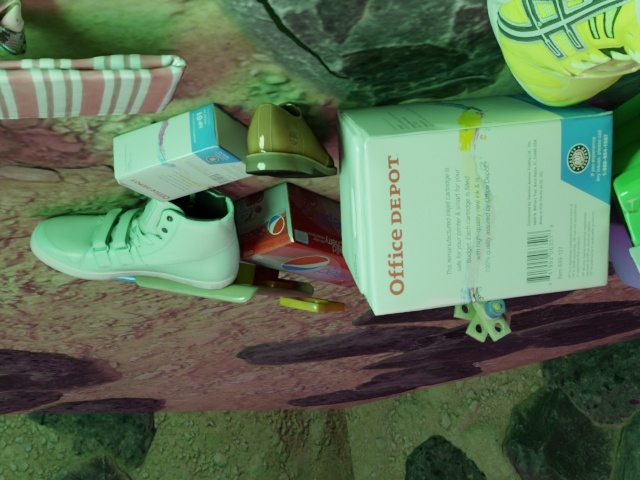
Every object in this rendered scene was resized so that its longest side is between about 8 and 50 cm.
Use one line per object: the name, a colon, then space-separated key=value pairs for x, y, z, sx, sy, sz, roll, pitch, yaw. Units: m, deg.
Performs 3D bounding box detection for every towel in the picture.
towel: x=-0.215 y=-0.129 z=0.693 sx=0.197 sy=0.029 sz=0.144 roll=-5 pitch=179 yaw=-18

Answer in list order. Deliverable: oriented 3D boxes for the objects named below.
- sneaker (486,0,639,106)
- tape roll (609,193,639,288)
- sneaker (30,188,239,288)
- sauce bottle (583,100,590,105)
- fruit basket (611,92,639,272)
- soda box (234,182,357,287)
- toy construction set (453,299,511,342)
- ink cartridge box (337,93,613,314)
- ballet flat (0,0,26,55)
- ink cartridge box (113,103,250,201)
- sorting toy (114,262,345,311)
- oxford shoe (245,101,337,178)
sneaker: x=0.212 y=-0.175 z=0.595 sx=0.145 sy=0.147 sz=0.385 roll=-10 pitch=164 yaw=0
tape roll: x=0.486 y=-0.038 z=1.028 sx=0.274 sy=0.090 sz=0.275 roll=-23 pitch=-169 yaw=5
sneaker: x=-0.221 y=-0.026 z=0.999 sx=0.255 sy=0.094 sz=0.151 roll=6 pitch=139 yaw=-3
sauce bottle: x=0.269 y=-0.121 z=0.965 sx=0.042 sy=0.042 sz=0.128 roll=-4 pitch=160 yaw=-13
fruit basket: x=0.453 y=-0.082 z=0.796 sx=0.352 sy=0.166 sz=0.327 roll=-14 pitch=-156 yaw=14
soda box: x=0.000 y=0.000 z=1.152 sx=0.092 sy=0.084 sz=0.263 roll=-19 pitch=159 yaw=31
toy construction set: x=0.274 y=0.044 z=1.334 sx=0.214 sy=0.151 sz=0.328 roll=-3 pitch=151 yaw=-16
ink cartridge box: x=0.142 y=-0.046 z=0.835 sx=0.232 sy=0.171 sz=0.168 roll=-6 pitch=-162 yaw=-7
ballet flat: x=-0.238 y=-0.168 z=0.599 sx=0.041 sy=0.041 sz=0.114 roll=-13 pitch=162 yaw=17
ink cartridge box: x=-0.139 y=-0.088 z=0.867 sx=0.122 sy=0.052 sz=0.088 roll=-16 pitch=160 yaw=20
sorting toy: x=-0.123 y=0.048 z=1.145 sx=0.347 sy=0.047 sz=0.196 roll=7 pitch=-178 yaw=24
oxford shoe: x=-0.025 y=-0.100 z=0.862 sx=0.076 sy=0.076 sz=0.212 roll=-2 pitch=180 yaw=8
